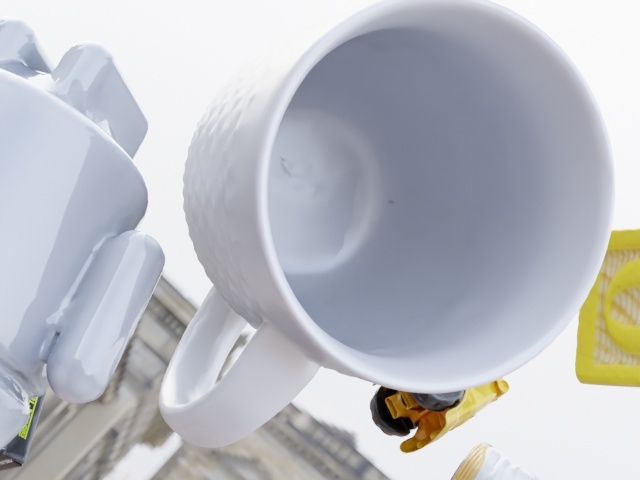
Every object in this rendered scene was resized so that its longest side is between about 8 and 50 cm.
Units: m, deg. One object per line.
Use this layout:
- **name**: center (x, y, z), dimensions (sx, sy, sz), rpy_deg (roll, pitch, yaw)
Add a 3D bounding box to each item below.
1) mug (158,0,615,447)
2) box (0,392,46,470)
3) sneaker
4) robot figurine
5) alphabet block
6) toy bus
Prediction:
- **mug**: center (0.000, 0.000, 1.005), dimensions (0.276, 0.374, 0.328), rpy_deg (39, -11, -18)
- **box**: center (-0.455, 0.232, 1.747), dimensions (0.191, 0.184, 0.045), rpy_deg (-18, -45, 34)
- **sneaker**: center (0.228, 0.318, 1.392), dimensions (0.131, 0.112, 0.296), rpy_deg (30, -6, 29)
- **robot figurine**: center (-0.256, 0.013, 0.905), dimensions (0.300, 0.353, 0.200), rpy_deg (18, -22, 24)
- **alphabet block**: center (0.445, 0.088, 1.533), dimensions (0.197, 0.193, 0.192), rpy_deg (9, -10, -35)
- **toy bus**: center (0.161, 0.150, 1.746), dimensions (0.220, 0.211, 0.149), rpy_deg (62, -32, 14)
